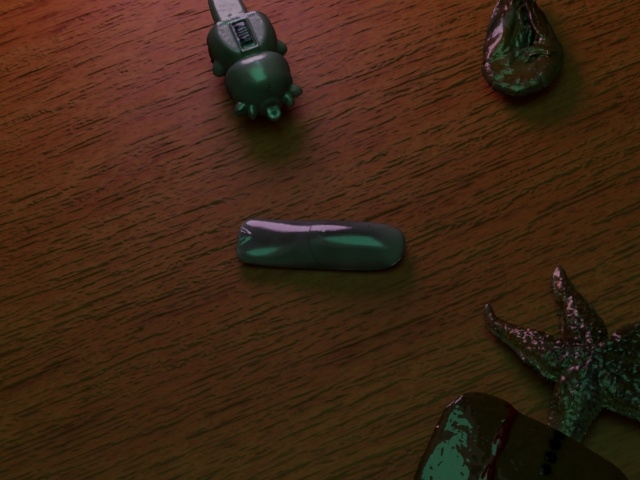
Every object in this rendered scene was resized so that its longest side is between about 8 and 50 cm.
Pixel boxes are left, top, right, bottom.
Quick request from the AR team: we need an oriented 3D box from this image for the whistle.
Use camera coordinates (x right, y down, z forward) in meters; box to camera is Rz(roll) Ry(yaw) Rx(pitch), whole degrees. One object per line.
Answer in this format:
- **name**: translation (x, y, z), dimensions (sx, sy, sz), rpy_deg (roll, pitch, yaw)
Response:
- **whistle**: translation (-0.108, -0.271, 2.233), dimensions (0.102, 0.106, 0.253), rpy_deg (-5, 58, -35)

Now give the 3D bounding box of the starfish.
- **starfish**: translation (0.348, 0.143, 1.940), dimensions (0.299, 0.060, 0.302), rpy_deg (-37, 60, -14)

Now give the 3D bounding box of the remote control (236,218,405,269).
- **remote control**: translation (0.000, 0.000, 2.079), dimensions (0.229, 0.044, 0.073), rpy_deg (3, 60, 8)

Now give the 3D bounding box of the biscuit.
- **biscuit**: translation (0.225, 0.331, 1.785), dimensions (0.277, 0.052, 0.262), rpy_deg (32, 66, 4)

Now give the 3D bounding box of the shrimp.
- **shrimp**: translation (0.295, -0.291, 2.234), dimensions (0.115, 0.051, 0.217), rpy_deg (7, 57, 3)
